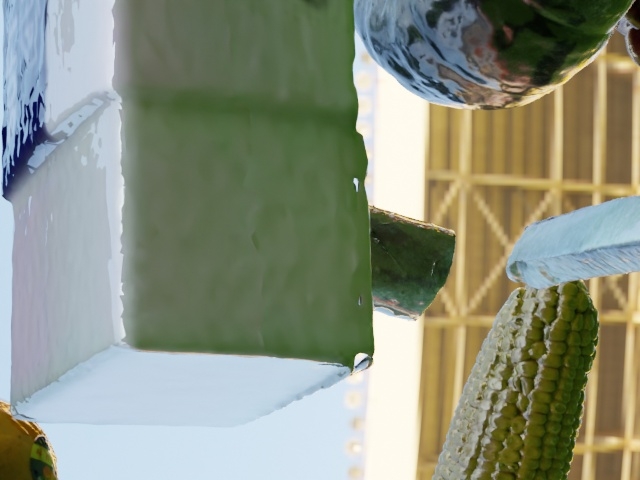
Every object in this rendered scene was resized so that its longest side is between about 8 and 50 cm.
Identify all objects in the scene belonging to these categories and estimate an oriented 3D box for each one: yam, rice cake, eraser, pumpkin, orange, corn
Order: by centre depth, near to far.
[{"bbox_3d":[-0.047,-0.092,0.472,0.086,0.130,0.287,4,-106,-21],"label":"eraser"},{"bbox_3d":[-0.155,0.104,0.660,0.083,0.083,0.083,-5,-84,-59],"label":"orange"},{"bbox_3d":[0.097,-0.178,0.877,0.152,0.211,0.212,4,-92,-35],"label":"pumpkin"},{"bbox_3d":[0.167,0.002,0.909,0.034,0.211,0.043,35,-103,-11],"label":"rice cake"},{"bbox_3d":[0.000,0.000,0.959,0.068,0.169,0.068,-164,90,-77],"label":"yam"},{"bbox_3d":[0.175,0.180,1.387,0.119,0.119,0.322,8,-77,-59],"label":"corn"}]

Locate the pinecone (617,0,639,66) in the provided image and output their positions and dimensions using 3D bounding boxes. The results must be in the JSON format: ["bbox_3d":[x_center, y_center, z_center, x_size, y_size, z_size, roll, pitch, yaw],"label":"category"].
[{"bbox_3d":[0.343,-0.219,1.262,0.207,0.207,0.208,-5,-84,-59],"label":"pinecone"}]
